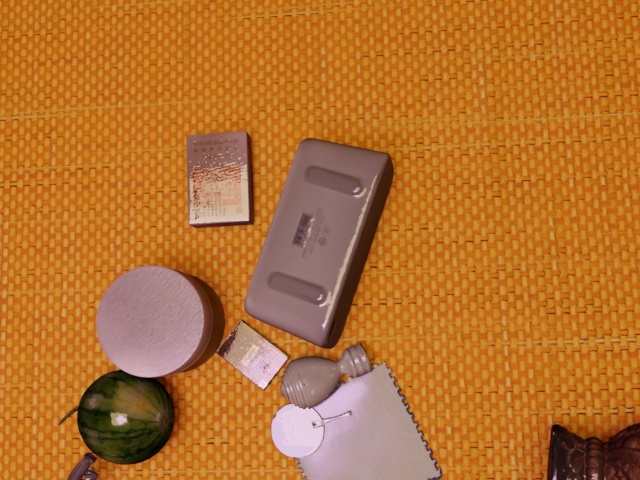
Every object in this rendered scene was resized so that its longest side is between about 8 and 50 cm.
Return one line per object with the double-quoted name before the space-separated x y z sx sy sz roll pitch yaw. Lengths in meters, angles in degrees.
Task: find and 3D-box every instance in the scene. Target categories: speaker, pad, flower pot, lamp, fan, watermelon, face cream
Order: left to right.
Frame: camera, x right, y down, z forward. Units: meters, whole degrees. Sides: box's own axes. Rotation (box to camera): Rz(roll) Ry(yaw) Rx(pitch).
"watermelon" -0.402 0.355 1.487 0.214 0.188 0.188 4 83 25
"face cream" -0.320 0.167 1.502 0.218 0.179 0.218 -1 82 6
"fan" -0.018 0.383 1.518 0.175 0.005 0.113 -18 80 4
"speaker" 0.000 0.000 1.495 0.184 0.183 0.406 17 84 14
"lamp" 0.009 0.274 1.497 0.193 0.106 0.106 -21 81 -5
"pad" 0.077 0.422 1.512 0.269 0.012 0.270 -29 81 2
"flower pot" 0.554 0.452 1.344 0.267 0.266 0.266 4 83 18

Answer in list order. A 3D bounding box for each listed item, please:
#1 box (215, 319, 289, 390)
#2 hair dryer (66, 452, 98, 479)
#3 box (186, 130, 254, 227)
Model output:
"box" -0.144 0.242 1.553 0.133 0.023 0.090 36 89 9
"hair dryer" -0.464 0.595 1.461 0.301 0.121 0.361 7 102 -1
"box" -0.217 -0.132 1.592 0.141 0.058 0.201 -2 83 6
